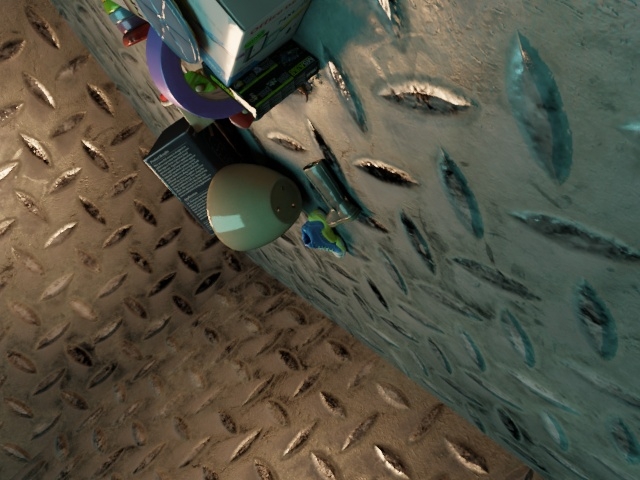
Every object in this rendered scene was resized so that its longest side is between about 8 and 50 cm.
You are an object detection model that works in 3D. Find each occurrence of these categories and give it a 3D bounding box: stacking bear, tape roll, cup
[{"bbox_3d":[-0.598,-0.759,1.628,0.164,0.175,0.289,13,134,54],"label":"stacking bear"},{"bbox_3d":[-0.258,-0.429,1.251,0.090,0.275,0.275,34,161,46],"label":"tape roll"},{"bbox_3d":[-0.207,-0.133,1.947,0.237,0.331,0.331,-5,132,39],"label":"cup"}]

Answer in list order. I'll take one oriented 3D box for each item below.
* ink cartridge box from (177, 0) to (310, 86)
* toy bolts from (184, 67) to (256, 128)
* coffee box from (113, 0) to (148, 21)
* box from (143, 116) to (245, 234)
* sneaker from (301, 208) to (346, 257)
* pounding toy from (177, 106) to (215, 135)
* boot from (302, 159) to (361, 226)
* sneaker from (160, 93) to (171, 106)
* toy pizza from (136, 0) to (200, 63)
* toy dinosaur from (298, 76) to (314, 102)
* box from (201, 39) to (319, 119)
[{"bbox_3d":[-0.153,-0.464,1.008,0.197,0.198,0.270,50,166,-7],"label":"ink cartridge box"},{"bbox_3d":[-0.239,-0.442,1.512,0.228,0.218,0.158,37,-159,-8],"label":"toy bolts"},{"bbox_3d":[-0.459,-0.684,1.369,0.297,0.168,0.119,37,163,34],"label":"coffee box"},{"bbox_3d":[-0.455,-0.276,2.120,0.395,0.212,0.293,53,-162,-27],"label":"box"},{"bbox_3d":[0.000,0.000,1.972,0.091,0.126,0.240,29,157,52],"label":"sneaker"},{"bbox_3d":[-0.427,-0.483,1.997,0.181,0.094,0.206,53,-164,-23],"label":"pounding toy"},{"bbox_3d":[0.015,-0.143,1.647,0.208,0.076,0.189,44,153,-15],"label":"boot"},{"bbox_3d":[-0.585,-0.611,2.147,0.279,0.107,0.118,15,127,60],"label":"sneaker"},{"bbox_3d":[-0.293,-0.433,1.033,0.201,0.032,0.201,44,167,13],"label":"toy pizza"},{"bbox_3d":[-0.057,-0.374,1.248,0.082,0.090,0.047,15,145,2],"label":"toy dinosaur"},{"bbox_3d":[-0.132,-0.383,1.184,0.184,0.190,0.045,42,163,15],"label":"box"}]
